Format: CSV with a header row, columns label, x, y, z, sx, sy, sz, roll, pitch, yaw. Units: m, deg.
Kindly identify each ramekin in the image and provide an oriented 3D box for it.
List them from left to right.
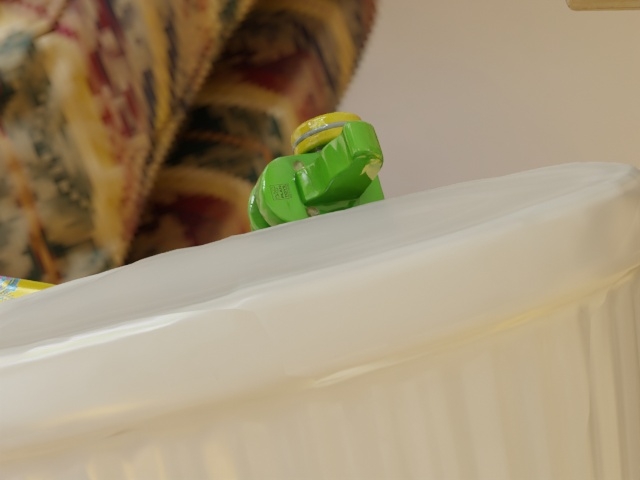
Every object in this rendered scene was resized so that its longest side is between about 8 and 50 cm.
label,x,y,z,sx,sy,sz,roll,pitch,yaw
ramekin,-0.024,0.069,0.586,0.273,0.273,0.127,-22,99,-64

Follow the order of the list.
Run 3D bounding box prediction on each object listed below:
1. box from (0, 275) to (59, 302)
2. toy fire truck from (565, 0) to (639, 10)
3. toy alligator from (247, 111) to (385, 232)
label,x,y,z,sx,sy,sz,roll,pitch,yaw
box,-0.140,0.206,1.481,0.177,0.290,0.279,68,36,-55
toy fire truck,0.253,-0.169,1.283,0.246,0.158,0.217,38,11,-41
toy alligator,0.000,0.000,0.774,0.190,0.051,0.056,83,-8,-71
